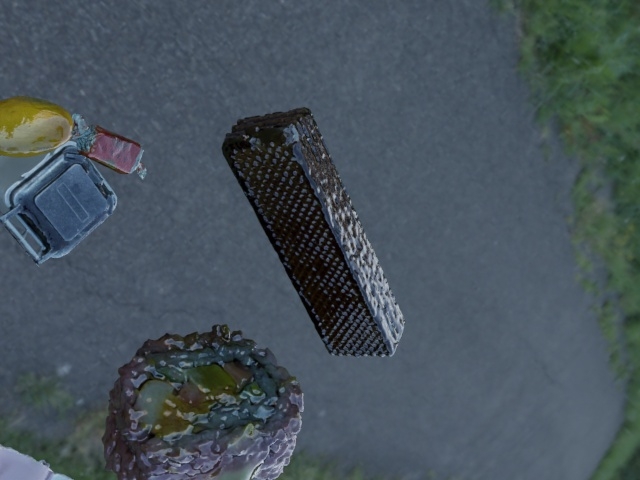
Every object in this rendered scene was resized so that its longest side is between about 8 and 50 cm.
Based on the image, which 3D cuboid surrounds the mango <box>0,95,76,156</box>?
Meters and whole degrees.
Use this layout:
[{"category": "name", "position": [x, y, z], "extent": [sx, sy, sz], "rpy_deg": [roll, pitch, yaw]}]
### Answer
[{"category": "mango", "position": [-0.473, -0.177, 1.233], "extent": [0.075, 0.191, 0.098], "rpy_deg": [104, -8, -76]}]

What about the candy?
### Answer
[{"category": "candy", "position": [-0.480, -0.209, 1.828], "extent": [0.292, 0.059, 0.086], "rpy_deg": [27, 80, -60]}]

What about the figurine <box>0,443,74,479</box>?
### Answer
[{"category": "figurine", "position": [-0.328, 0.343, 0.711], "extent": [0.206, 0.285, 0.315], "rpy_deg": [46, 53, -44]}]

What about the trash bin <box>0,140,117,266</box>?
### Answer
[{"category": "trash bin", "position": [-0.789, -0.121, 2.210], "extent": [0.296, 0.368, 0.255], "rpy_deg": [-49, 132, -23]}]

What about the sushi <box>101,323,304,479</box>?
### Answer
[{"category": "sushi", "position": [-0.164, 0.258, 1.106], "extent": [0.270, 0.236, 0.170], "rpy_deg": [-5, 134, -37]}]

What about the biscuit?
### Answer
[{"category": "biscuit", "position": [0.000, 0.000, 1.054], "extent": [0.388, 0.107, 0.073], "rpy_deg": [63, 37, -32]}]
